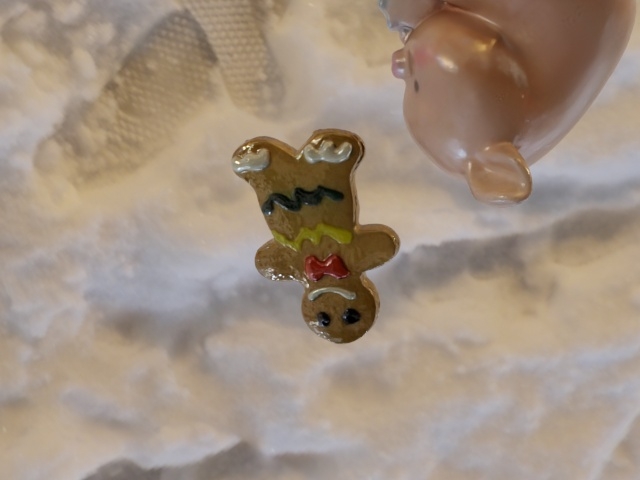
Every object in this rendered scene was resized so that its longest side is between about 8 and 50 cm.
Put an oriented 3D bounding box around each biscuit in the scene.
[{"bbox_3d":[0.000,0.001,1.176,0.158,0.035,0.240,-10,109,20],"label":"biscuit"}]

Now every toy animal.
[{"bbox_3d":[0.158,-0.184,1.029,0.213,0.195,0.256,34,105,-1],"label":"toy animal"}]
